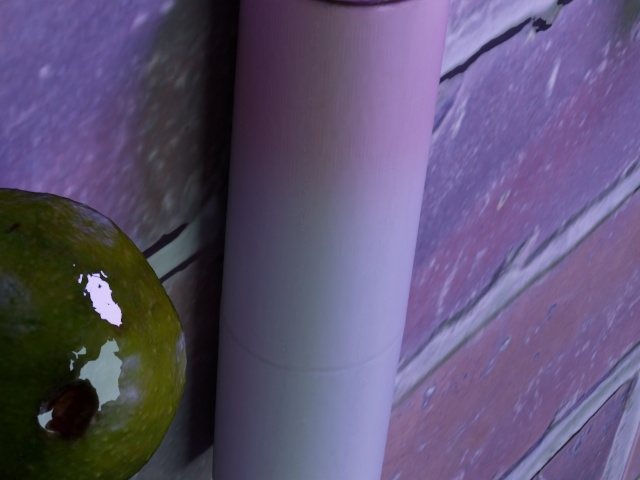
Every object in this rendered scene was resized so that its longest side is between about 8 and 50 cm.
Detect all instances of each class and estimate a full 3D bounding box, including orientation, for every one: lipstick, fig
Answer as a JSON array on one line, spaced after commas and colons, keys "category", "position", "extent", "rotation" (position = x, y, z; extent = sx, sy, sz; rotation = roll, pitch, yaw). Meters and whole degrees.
[{"category": "lipstick", "position": [0.000, 0.000, 0.899], "extent": [0.087, 0.087, 0.326], "rotation": [-40, 150, -38]}, {"category": "fig", "position": [-0.102, 0.035, 0.715], "extent": [0.156, 0.123, 0.123], "rotation": [-41, 154, -71]}]
